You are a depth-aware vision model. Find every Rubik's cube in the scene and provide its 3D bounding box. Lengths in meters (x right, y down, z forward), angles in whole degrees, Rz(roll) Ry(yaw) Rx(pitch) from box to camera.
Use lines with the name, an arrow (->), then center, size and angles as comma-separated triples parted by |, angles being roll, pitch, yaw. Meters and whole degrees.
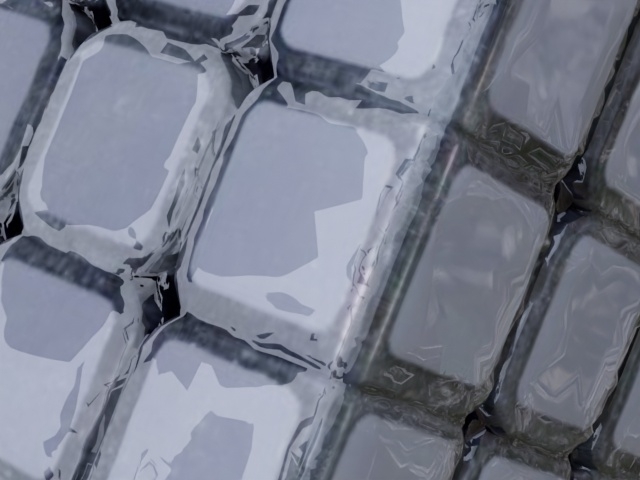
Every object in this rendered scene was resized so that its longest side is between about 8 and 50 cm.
Rubik's cube -> 0.000, 0.000, 0.789 | 0.305, 0.301, 0.304 | 19, 86, 36
